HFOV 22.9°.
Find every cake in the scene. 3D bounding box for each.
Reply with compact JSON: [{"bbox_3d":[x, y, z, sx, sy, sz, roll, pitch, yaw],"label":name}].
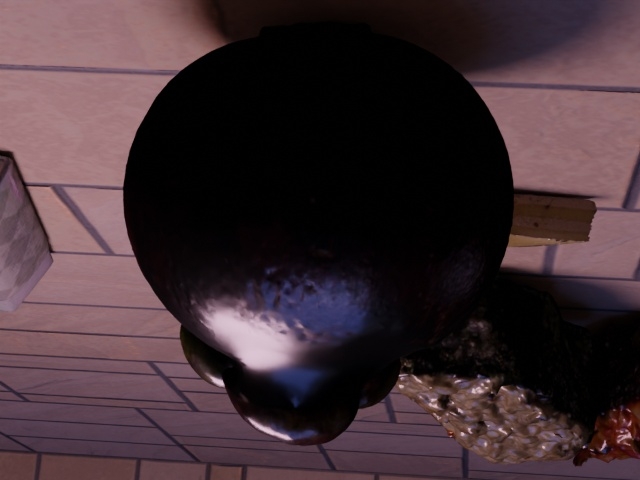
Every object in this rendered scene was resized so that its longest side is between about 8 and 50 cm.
[{"bbox_3d":[0.209,-0.021,1.557,0.121,0.052,0.065,0,162,19],"label":"cake"}]

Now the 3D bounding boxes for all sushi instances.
[{"bbox_3d":[0.218,0.165,1.938,0.211,0.171,0.350,-15,148,29],"label":"sushi"},{"bbox_3d":[0.451,0.196,2.043,0.196,0.182,0.343,3,169,-21],"label":"sushi"}]

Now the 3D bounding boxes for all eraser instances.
[{"bbox_3d":[-0.421,-0.006,1.726,0.213,0.082,0.397,6,164,-2],"label":"eraser"}]

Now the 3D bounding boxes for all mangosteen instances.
[{"bbox_3d":[-0.007,-0.009,1.173,0.297,0.313,0.297,15,166,4],"label":"mangosteen"}]
